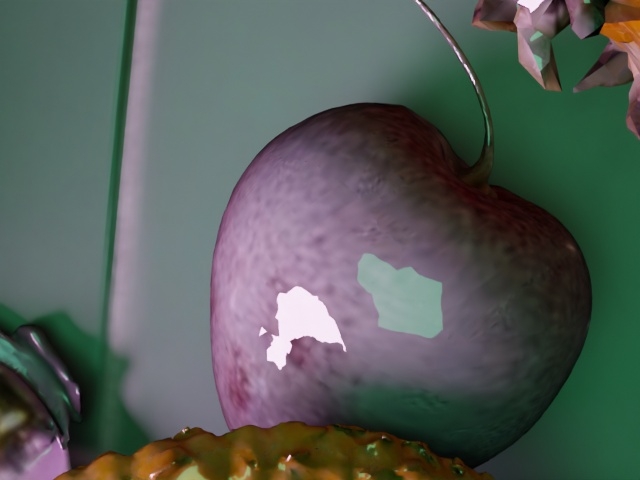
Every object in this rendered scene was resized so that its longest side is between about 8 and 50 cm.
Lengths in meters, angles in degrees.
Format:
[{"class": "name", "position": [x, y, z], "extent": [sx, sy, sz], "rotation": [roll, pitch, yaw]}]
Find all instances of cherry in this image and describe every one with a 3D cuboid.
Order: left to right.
[{"class": "cherry", "position": [-0.002, 0.004, 0.633], "extent": [0.188, 0.115, 0.148], "rotation": [37, 140, 11]}]

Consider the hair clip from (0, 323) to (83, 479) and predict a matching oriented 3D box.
[{"class": "hair clip", "position": [-0.212, 0.168, 0.637], "extent": [0.358, 0.110, 0.096], "rotation": [-41, 133, -20]}]

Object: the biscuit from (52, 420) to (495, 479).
[{"class": "biscuit", "position": [-0.027, 0.156, 0.622], "extent": [0.254, 0.035, 0.254], "rotation": [-6, 127, -9]}]

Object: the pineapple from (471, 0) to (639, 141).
[{"class": "pineapple", "position": [0.160, -0.180, 0.471], "extent": [0.352, 0.300, 0.352], "rotation": [2, 94, 21]}]
